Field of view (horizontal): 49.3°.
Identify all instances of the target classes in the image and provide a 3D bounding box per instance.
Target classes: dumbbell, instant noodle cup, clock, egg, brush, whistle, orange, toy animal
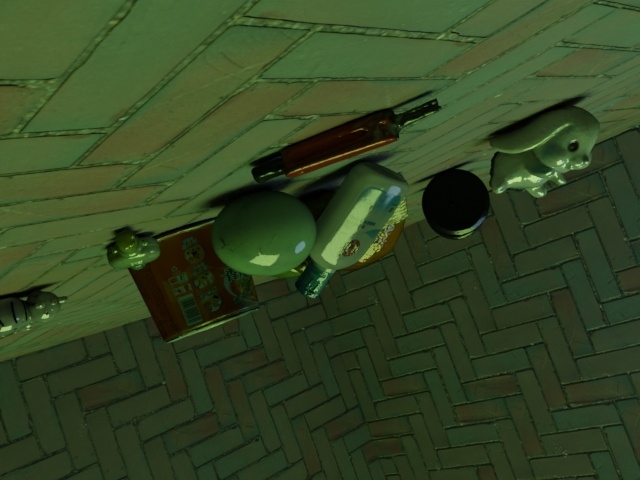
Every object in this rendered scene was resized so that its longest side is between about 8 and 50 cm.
[{"bbox_3d":[0.429,-0.109,2.223,0.203,0.204,0.322,-21,174,9],"label":"dumbbell"},{"bbox_3d":[-0.281,0.095,1.571,0.296,0.214,0.296,-20,176,-2],"label":"instant noodle cup"},{"bbox_3d":[-0.651,0.155,1.521,0.117,0.080,0.176,-23,175,32],"label":"clock"},{"bbox_3d":[-0.109,-0.014,1.366,0.230,0.168,0.168,-6,166,-45],"label":"egg"},{"bbox_3d":[0.041,-0.155,1.123,0.323,0.051,0.070,-21,172,10],"label":"brush"},{"bbox_3d":[-0.364,0.020,1.349,0.104,0.057,0.198,-14,174,-12],"label":"whistle"},{"bbox_3d":[0.109,-0.020,2.102,0.334,0.196,0.262,-27,-165,17],"label":"orange"},{"bbox_3d":[0.569,-0.227,1.768,0.289,0.174,0.249,-22,163,29],"label":"toy animal"}]

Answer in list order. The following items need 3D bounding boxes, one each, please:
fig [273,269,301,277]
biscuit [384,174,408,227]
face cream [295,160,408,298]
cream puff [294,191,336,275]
[{"bbox_3d":[-0.111,0.035,1.898,0.233,0.167,0.167,-27,174,2],"label":"fig"},{"bbox_3d":[0.109,-0.076,1.857,0.254,0.029,0.172,-21,139,-6],"label":"biscuit"},{"bbox_3d":[0.052,-0.015,1.537,0.163,0.080,0.337,14,118,-42],"label":"face cream"},{"bbox_3d":[-0.001,-0.016,1.703,0.244,0.196,0.244,-36,151,-23],"label":"cream puff"}]
